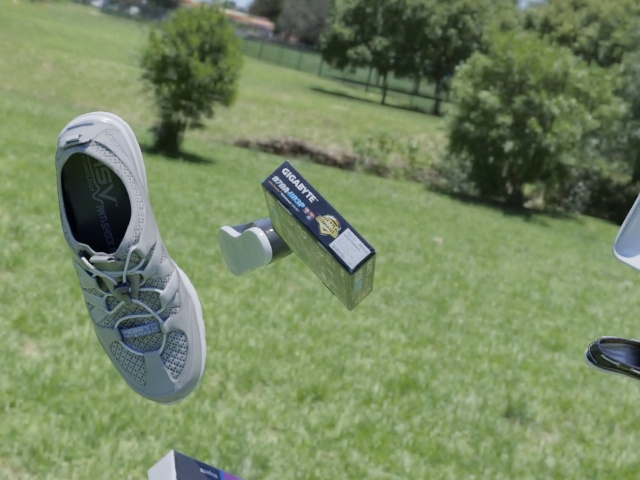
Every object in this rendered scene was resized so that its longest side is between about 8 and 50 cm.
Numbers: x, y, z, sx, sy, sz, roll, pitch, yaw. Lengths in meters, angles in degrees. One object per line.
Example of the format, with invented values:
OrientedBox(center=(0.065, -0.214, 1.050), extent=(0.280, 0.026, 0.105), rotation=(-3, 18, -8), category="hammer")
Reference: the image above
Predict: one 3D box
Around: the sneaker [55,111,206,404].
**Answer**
OrientedBox(center=(-0.187, 0.026, 0.906), extent=(0.105, 0.281, 0.115), rotation=(-19, 10, 5), category="sneaker")

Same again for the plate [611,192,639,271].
OrientedBox(center=(0.573, -0.047, 1.423), extent=(0.278, 0.277, 0.045), rotation=(26, 1, -15), category="plate")

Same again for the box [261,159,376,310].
OrientedBox(center=(0.000, 0.000, 1.393), extent=(0.175, 0.051, 0.220), rotation=(46, -10, 14), category="box")

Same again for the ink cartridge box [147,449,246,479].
OrientedBox(center=(-0.122, 0.451, 1.265), extent=(0.175, 0.069, 0.371), rotation=(33, 27, -34), category="ink cartridge box")

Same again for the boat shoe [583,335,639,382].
OrientedBox(center=(0.373, 0.138, 1.164), extent=(0.125, 0.046, 0.038), rotation=(14, -33, -2), category="boat shoe")

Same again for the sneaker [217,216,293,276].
OrientedBox(center=(-0.104, -0.001, 1.982), extent=(0.146, 0.105, 0.295), rotation=(-21, 5, -23), category="sneaker")
